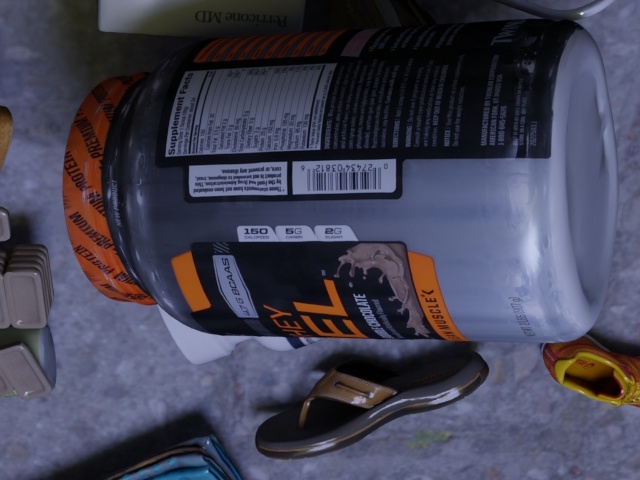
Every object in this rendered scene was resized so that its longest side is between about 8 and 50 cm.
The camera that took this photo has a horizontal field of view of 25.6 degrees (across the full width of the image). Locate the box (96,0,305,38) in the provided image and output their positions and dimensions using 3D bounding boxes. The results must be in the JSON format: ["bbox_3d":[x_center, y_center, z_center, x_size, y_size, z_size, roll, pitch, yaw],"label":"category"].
[{"bbox_3d":[-0.077,-0.268,0.976,0.149,0.127,0.232,2,121,-9],"label":"box"}]

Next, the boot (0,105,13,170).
[{"bbox_3d":[-0.322,-0.086,0.987,0.211,0.295,0.104,-2,82,-19],"label":"boot"}]

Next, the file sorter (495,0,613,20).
[{"bbox_3d":[0.135,-0.304,0.883,0.193,0.173,0.277,-41,136,-19],"label":"file sorter"}]

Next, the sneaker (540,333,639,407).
[{"bbox_3d":[0.285,0.134,1.305,0.175,0.067,0.064,13,117,-16],"label":"sneaker"}]

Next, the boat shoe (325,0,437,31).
[{"bbox_3d":[0.034,-0.176,1.086,0.072,0.068,0.190,-24,122,22],"label":"boat shoe"}]

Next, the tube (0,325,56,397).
[{"bbox_3d":[-0.353,0.116,1.222,0.240,0.062,0.070,-6,94,1],"label":"tube"}]

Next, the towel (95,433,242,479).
[{"bbox_3d":[-0.216,0.339,1.364,0.370,0.040,0.271,-23,131,7],"label":"towel"}]

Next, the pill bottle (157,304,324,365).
[{"bbox_3d":[0.000,0.000,1.136,0.265,0.153,0.153,-20,122,6],"label":"pill bottle"}]

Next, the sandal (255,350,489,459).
[{"bbox_3d":[0.042,0.135,1.267,0.219,0.090,0.060,-20,105,7],"label":"sandal"}]

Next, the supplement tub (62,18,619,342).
[{"bbox_3d":[0.015,-0.037,0.939,0.338,0.207,0.207,0,125,23],"label":"supplement tub"}]

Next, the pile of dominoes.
[{"bbox_3d":[-0.346,0.045,1.147,0.251,0.040,0.196,0,126,1],"label":"pile of dominoes"}]
